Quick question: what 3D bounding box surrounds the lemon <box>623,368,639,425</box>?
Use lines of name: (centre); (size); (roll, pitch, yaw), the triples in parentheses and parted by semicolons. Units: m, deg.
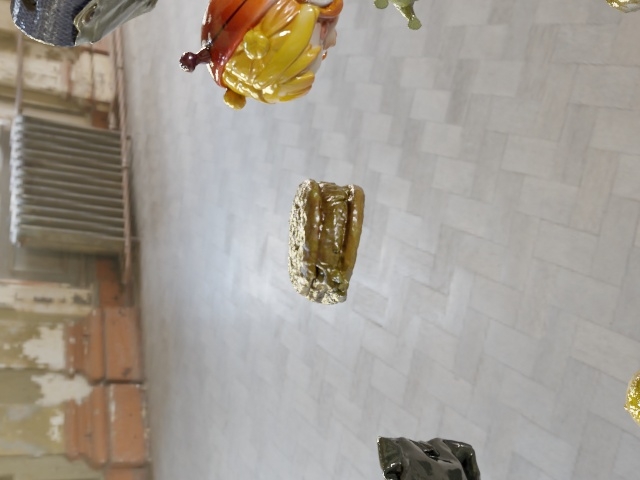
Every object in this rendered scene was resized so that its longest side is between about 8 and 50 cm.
lemon: (0.802, 0.355, 1.735); (0.256, 0.188, 0.188); (-22, 64, 40)

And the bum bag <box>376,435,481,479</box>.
bum bag: (0.162, 0.353, 1.116); (0.079, 0.326, 0.142); (-28, 63, 23)

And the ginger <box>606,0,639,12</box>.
ginger: (0.605, -0.479, 1.337); (0.116, 0.109, 0.263); (-51, 15, -22)

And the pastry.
pastry: (0.000, 0.000, 1.473); (0.240, 0.132, 0.235); (124, 157, -81)

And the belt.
belt: (-0.290, -0.327, 0.974); (0.126, 0.139, 0.230); (-56, 0, 41)

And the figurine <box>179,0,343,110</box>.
figurine: (-0.065, -0.343, 1.183); (0.323, 0.196, 0.320); (-64, 5, -25)

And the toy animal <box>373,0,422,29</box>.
toy animal: (0.153, -0.577, 1.755); (0.103, 0.218, 0.101); (-55, 35, 24)
